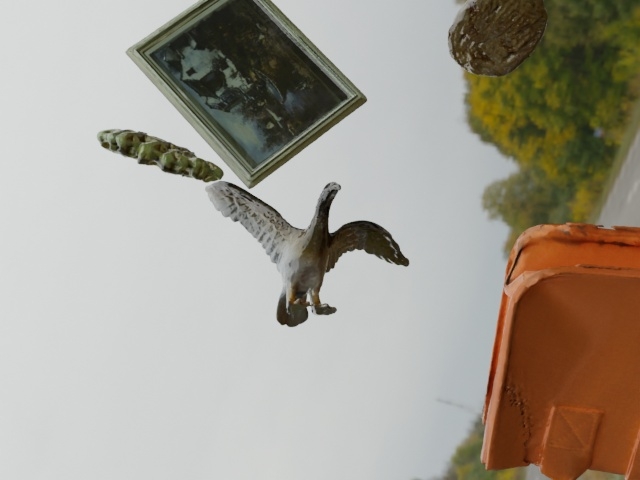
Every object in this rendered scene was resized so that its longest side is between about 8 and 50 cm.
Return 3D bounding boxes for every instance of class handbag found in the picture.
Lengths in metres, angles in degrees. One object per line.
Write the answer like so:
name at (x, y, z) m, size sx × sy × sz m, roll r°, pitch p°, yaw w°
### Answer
handbag at (0.397, 0.142, 1.055) m, size 0.116 × 0.410 × 0.304 m, roll -76°, pitch -10°, yaw -60°

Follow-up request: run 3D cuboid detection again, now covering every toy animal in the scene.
toy animal at (0.000, 0.012, 1.125) m, size 0.197 × 0.272 × 0.160 m, roll 137°, pitch 142°, yaw -66°

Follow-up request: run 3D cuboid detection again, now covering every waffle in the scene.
waffle at (-0.288, -0.155, 1.687) m, size 0.204 × 0.223 × 0.054 m, roll 27°, pitch 98°, yaw 65°

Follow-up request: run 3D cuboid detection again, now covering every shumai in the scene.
shumai at (0.232, -0.290, 1.282) m, size 0.105 × 0.123 × 0.139 m, roll -114°, pitch 43°, yaw -67°

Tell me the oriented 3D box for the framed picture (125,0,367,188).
framed picture at (-0.110, -0.247, 1.404) m, size 0.232 × 0.296 × 0.019 m, roll -39°, pitch -14°, yaw -16°
